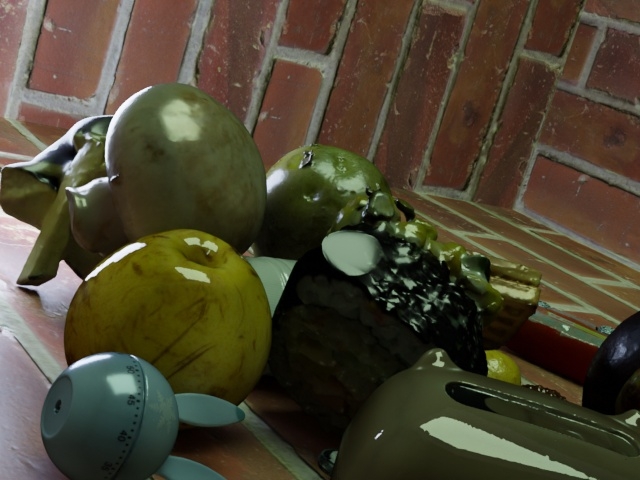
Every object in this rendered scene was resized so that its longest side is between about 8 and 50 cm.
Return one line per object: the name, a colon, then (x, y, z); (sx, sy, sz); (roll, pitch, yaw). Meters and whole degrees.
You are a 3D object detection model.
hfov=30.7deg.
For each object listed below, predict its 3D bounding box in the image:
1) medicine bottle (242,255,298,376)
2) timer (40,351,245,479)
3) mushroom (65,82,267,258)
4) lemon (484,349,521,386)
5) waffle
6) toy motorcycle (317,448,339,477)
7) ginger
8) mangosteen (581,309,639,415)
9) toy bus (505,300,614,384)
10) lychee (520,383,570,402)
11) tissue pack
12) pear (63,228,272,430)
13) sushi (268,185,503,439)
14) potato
medicine bottle: (-0.037, 0.128, 1.893); (0.332, 0.189, 0.190); (8, 16, -38)
timer: (-0.219, 0.229, 1.383); (0.175, 0.175, 0.255); (27, -10, 39)
mushroom: (-0.235, -0.083, 1.752); (0.290, 0.297, 0.297); (-15, 1, 21)
lemon: (0.292, 0.244, 2.023); (0.133, 0.109, 0.109); (12, 13, -43)
waffle: (0.254, 0.104, 2.333); (0.328, 0.224, 0.098); (16, 53, -7)
toy motorcycle: (0.111, 0.321, 1.531); (0.229, 0.074, 0.151); (13, 16, -27)
ginger: (-0.311, -0.023, 1.979); (0.414, 0.358, 0.211); (-7, 45, 2)
mangosteen: (0.497, 0.231, 1.522); (0.307, 0.306, 0.347); (19, 21, 8)
toy bus: (0.498, 0.212, 2.434); (0.265, 0.121, 0.120); (25, 24, 30)
lychee: (0.292, 0.293, 1.634); (0.195, 0.194, 0.194); (16, 13, -4)
tissue pack: (0.203, 0.300, 1.288); (0.387, 0.276, 0.267); (17, 15, 1)
pear: (-0.198, 0.119, 1.557); (0.281, 0.280, 0.280); (16, 13, -4)
sushi: (0.108, 0.109, 1.671); (0.329, 0.327, 0.285); (32, 48, 12)
potato: (-0.015, -0.007, 2.124); (0.270, 0.359, 0.219); (44, 46, 19)
